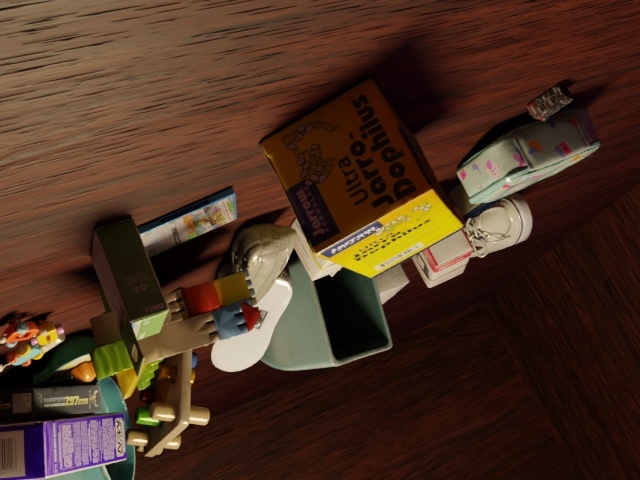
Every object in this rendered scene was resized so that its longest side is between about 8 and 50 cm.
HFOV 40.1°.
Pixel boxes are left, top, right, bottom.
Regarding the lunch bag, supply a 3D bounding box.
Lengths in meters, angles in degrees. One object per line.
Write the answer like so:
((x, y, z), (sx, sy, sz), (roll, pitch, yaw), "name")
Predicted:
((0.443, -0.174, 1.867), (0.279, 0.108, 0.224), (-21, 171, -20), "lunch bag")

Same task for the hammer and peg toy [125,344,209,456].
((-0.365, 0.342, 1.983), (0.127, 0.266, 0.361), (12, 148, -25), "hammer and peg toy")

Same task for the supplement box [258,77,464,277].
((0.081, -0.081, 1.395), (0.195, 0.194, 0.356), (-30, 166, 11), "supplement box")

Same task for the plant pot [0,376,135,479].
((-0.588, 0.467, 2.005), (0.255, 0.272, 0.272), (-13, 166, 2), "plant pot")

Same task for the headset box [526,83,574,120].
((0.450, -0.269, 1.731), (0.083, 0.032, 0.062), (-34, 164, 28), "headset box")

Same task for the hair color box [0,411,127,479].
((-0.531, 0.397, 1.702), (0.185, 0.110, 0.339), (-7, 169, 10), "hair color box")

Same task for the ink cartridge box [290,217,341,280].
((0.000, 0.000, 1.687), (0.067, 0.115, 0.198), (-22, 164, -23), "ink cartridge box")

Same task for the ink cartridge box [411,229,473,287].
((0.259, -0.004, 2.024), (0.100, 0.172, 0.237), (-26, 166, -4), "ink cartridge box")

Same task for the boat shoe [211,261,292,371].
((-0.148, 0.159, 1.906), (0.108, 0.102, 0.301), (20, 122, -14), "boat shoe")

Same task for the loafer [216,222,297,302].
((-0.127, 0.066, 1.700), (0.111, 0.112, 0.319), (-11, 159, -24), "loafer")

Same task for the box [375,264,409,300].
((0.096, 0.117, 2.256), (0.182, 0.119, 0.181), (-17, 162, -34), "box")

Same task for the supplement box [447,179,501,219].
((0.352, -0.106, 2.014), (0.056, 0.083, 0.083), (-10, 158, -49), "supplement box")

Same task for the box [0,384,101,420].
((-0.572, 0.315, 1.692), (0.232, 0.059, 0.183), (-8, 169, 26), "box")

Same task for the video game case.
((-0.214, -0.027, 1.416), (0.166, 0.015, 0.119), (-24, 165, -11), "video game case")

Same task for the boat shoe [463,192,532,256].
((0.440, -0.025, 2.396), (0.156, 0.136, 0.367), (-20, 174, -15), "boat shoe")

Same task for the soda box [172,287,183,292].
((-0.270, 0.145, 1.814), (0.053, 0.060, 0.169), (-28, 166, 7), "soda box")

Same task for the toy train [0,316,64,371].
((-0.515, 0.169, 1.502), (0.125, 0.046, 0.166), (-10, 155, -45), "toy train")

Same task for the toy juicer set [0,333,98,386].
((-0.449, 0.219, 1.695), (0.329, 0.089, 0.209), (-9, 157, -49), "toy juicer set")

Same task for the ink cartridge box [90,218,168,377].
((-0.276, 0.086, 1.304), (0.062, 0.209, 0.109), (-17, 163, -24), "ink cartridge box")

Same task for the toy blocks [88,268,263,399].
((-0.222, 0.132, 1.523), (0.260, 0.191, 0.381), (-17, 179, 2), "toy blocks")

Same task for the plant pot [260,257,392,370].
((-0.029, 0.170, 2.014), (0.252, 0.247, 0.248), (-18, 173, 35), "plant pot")
